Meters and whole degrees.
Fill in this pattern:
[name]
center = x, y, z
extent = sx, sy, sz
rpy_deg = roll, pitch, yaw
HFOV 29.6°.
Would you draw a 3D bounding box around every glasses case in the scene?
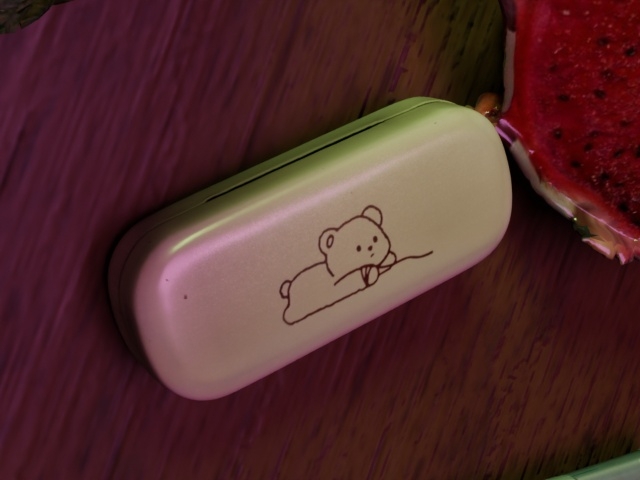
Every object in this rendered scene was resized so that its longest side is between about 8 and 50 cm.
[glasses case]
center = 0.000, 0.000, 0.547
extent = 0.196, 0.050, 0.083
rpy_deg = -28, 118, -22

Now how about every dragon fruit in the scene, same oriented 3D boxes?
[dragon fruit]
center = 0.182, -0.077, 0.634
extent = 0.274, 0.126, 0.161
rpy_deg = 17, 120, -13

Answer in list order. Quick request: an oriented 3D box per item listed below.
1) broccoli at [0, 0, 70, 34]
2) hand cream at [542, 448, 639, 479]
[broccoli]
center = -0.121, -0.209, 0.288
extent = 0.413, 0.310, 0.321
rpy_deg = 7, 87, -69
[hand cream]
center = 0.108, 0.165, 0.665
extent = 0.255, 0.048, 0.079
rpy_deg = -13, 108, -32
